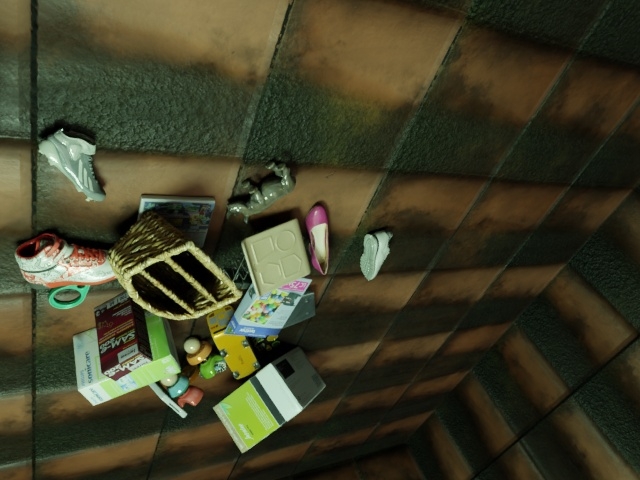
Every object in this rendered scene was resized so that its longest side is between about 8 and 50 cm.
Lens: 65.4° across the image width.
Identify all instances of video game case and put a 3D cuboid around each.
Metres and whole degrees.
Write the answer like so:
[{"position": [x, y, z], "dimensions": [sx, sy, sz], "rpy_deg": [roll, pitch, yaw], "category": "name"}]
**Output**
[{"position": [-0.587, 0.539, 1.812], "dimensions": [0.023, 0.212, 0.193], "rpy_deg": [-44, 146, -21], "category": "video game case"}, {"position": [-0.416, -0.050, 1.414], "dimensions": [0.201, 0.023, 0.184], "rpy_deg": [0, 133, -30], "category": "video game case"}]

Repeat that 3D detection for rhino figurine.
[{"position": [-0.174, -0.129, 1.435], "dimensions": [0.243, 0.073, 0.106], "rpy_deg": [-35, 138, 10], "category": "rhino figurine"}]

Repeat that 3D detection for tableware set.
[{"position": [-0.222, 0.408, 2.033], "dimensions": [0.103, 0.024, 0.154], "rpy_deg": [-24, 141, -7], "category": "tableware set"}]

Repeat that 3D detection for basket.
[{"position": [-0.401, 0.108, 1.353], "dimensions": [0.213, 0.223, 0.299], "rpy_deg": [-49, 144, -15], "category": "basket"}]

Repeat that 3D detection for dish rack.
[{"position": [-0.183, 0.055, 1.636], "dimensions": [0.208, 0.074, 0.272], "rpy_deg": [5, 129, -37], "category": "dish rack"}]

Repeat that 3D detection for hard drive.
[{"position": [-0.146, 0.270, 1.904], "dimensions": [0.254, 0.054, 0.172], "rpy_deg": [-18, 140, -13], "category": "hard drive"}]

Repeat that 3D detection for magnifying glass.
[{"position": [-0.684, 0.123, 1.438], "dimensions": [0.231, 0.026, 0.092], "rpy_deg": [-37, 141, 9], "category": "magnifying glass"}]

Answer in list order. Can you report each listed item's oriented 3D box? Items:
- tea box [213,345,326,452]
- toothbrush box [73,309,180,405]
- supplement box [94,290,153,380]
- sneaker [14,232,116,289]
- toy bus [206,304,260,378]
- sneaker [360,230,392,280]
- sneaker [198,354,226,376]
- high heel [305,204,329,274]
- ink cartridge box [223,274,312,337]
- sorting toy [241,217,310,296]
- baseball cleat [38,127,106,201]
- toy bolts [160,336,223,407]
[{"position": [-0.199, 0.642, 2.053], "dimensions": [0.323, 0.220, 0.329], "rpy_deg": [-39, 169, 14], "category": "tea box"}, {"position": [-0.618, 0.362, 1.595], "dimensions": [0.283, 0.206, 0.122], "rpy_deg": [-20, 141, -10], "category": "toothbrush box"}, {"position": [-0.592, 0.280, 1.492], "dimensions": [0.130, 0.239, 0.073], "rpy_deg": [-29, 141, 0], "category": "supplement box"}, {"position": [-0.648, 0.046, 1.312], "dimensions": [0.269, 0.090, 0.145], "rpy_deg": [-9, 139, -13], "category": "sneaker"}, {"position": [-0.321, 0.392, 1.869], "dimensions": [0.108, 0.130, 0.333], "rpy_deg": [-23, 141, -9], "category": "toy bus"}, {"position": [0.213, 0.060, 1.875], "dimensions": [0.094, 0.090, 0.235], "rpy_deg": [-21, 143, -25], "category": "sneaker"}, {"position": [-0.427, 0.492, 1.967], "dimensions": [0.162, 0.073, 0.063], "rpy_deg": [-24, 121, 25], "category": "sneaker"}, {"position": [0.000, 0.000, 1.646], "dimensions": [0.082, 0.117, 0.244], "rpy_deg": [-11, 138, -21], "category": "high heel"}, {"position": [-0.180, 0.225, 1.686], "dimensions": [0.185, 0.065, 0.311], "rpy_deg": [14, 118, -41], "category": "ink cartridge box"}, {"position": [-0.136, 0.051, 1.543], "dimensions": [0.208, 0.038, 0.193], "rpy_deg": [-25, 113, -28], "category": "sorting toy"}, {"position": [-0.548, -0.173, 1.160], "dimensions": [0.109, 0.072, 0.206], "rpy_deg": [-35, 145, -3], "category": "baseball cleat"}, {"position": [-0.505, 0.478, 1.824], "dimensions": [0.218, 0.229, 0.159], "rpy_deg": [-22, 117, 29], "category": "toy bolts"}]
